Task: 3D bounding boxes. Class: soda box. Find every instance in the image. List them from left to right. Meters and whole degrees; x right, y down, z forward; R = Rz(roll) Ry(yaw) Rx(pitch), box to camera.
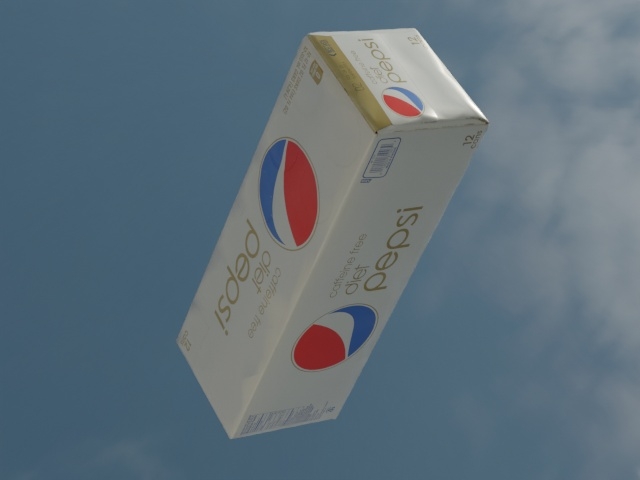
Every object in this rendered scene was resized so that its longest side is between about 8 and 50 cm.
[{"bbox_3d":[0.000,0.000,0.873,0.069,0.074,0.216,-7,-42,-34],"label":"soda box"}]
